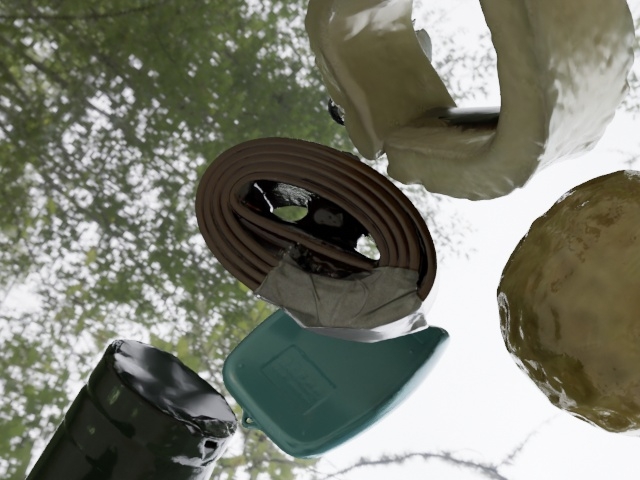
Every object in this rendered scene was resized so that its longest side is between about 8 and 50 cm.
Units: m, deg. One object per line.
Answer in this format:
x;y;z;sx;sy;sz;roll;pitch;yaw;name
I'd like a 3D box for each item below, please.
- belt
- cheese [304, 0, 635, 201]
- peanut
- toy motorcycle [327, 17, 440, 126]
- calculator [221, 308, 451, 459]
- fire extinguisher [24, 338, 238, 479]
0.000;0.000;1.065;0.339;0.122;0.217;28;-98;20;belt
0.137;-0.198;0.866;0.153;0.292;0.332;-24;-162;-32;cheese
0.170;0.033;0.451;0.140;0.109;0.159;-50;-144;8;peanut
0.103;-0.247;1.243;0.228;0.151;0.074;-65;177;31;toy motorcycle
0.024;0.189;1.352;0.386;0.054;0.256;-33;-116;-29;calculator
-0.169;0.215;0.498;0.311;0.095;0.114;-57;-171;6;fire extinguisher
